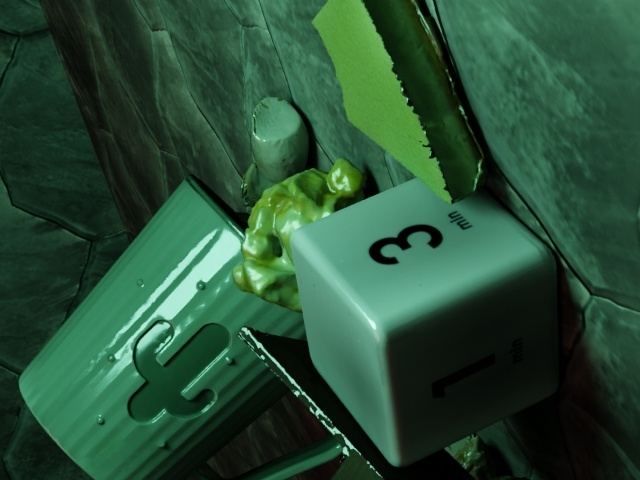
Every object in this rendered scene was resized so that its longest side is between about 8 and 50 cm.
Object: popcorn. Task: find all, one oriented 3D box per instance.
[{"bbox_3d":[-0.001,0.000,1.678,0.187,0.167,0.186,-5,84,37],"label":"popcorn"}]

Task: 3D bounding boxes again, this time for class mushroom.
[{"bbox_3d":[-0.061,-0.102,1.856,0.092,0.081,0.223,42,159,14],"label":"mushroom"}]

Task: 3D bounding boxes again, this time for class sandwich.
[{"bbox_3d":[0.077,-0.145,1.416,0.245,0.063,0.212,67,167,1],"label":"sandwich"}]

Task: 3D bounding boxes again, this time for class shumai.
[{"bbox_3d":[0.155,0.308,1.634,0.145,0.116,0.146,-11,-90,-87],"label":"shumai"}]

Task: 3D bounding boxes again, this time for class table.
[{"bbox_3d":[-0.009,0.280,1.481,0.282,0.196,0.251,42,107,36],"label":"table"}]

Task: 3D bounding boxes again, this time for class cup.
[{"bbox_3d":[-0.155,0.168,1.897,0.401,0.392,0.310,45,-179,19],"label":"cup"}]

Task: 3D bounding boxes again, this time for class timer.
[{"bbox_3d":[0.104,0.071,1.375,0.192,0.195,0.194,48,156,46],"label":"timer"}]

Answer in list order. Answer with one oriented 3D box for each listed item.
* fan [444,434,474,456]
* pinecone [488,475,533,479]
[{"bbox_3d":[0.142,0.160,1.693,0.182,0.010,0.310,52,159,40],"label":"fan"},{"bbox_3d":[0.215,0.299,1.547,0.083,0.077,0.077,61,166,-18],"label":"pinecone"}]
